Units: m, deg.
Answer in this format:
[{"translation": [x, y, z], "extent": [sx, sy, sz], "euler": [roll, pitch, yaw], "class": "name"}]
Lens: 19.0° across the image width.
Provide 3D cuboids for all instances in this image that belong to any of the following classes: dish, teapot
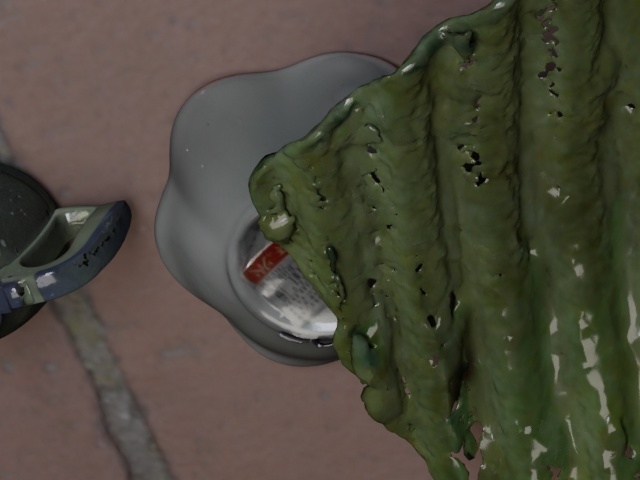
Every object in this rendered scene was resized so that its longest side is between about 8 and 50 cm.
[{"translation": [0.000, 0.000, 1.184], "extent": [0.229, 0.081, 0.229], "euler": [3, 119, 6], "class": "dish"}, {"translation": [-0.204, 0.022, 1.203], "extent": [0.149, 0.108, 0.111], "euler": [13, 121, 0], "class": "teapot"}]

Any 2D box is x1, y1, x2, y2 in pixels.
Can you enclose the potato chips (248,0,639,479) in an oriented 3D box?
[{"translation": [0.176, -0.002, 1.105], "extent": [0.373, 0.097, 0.389], "euler": [-35, 117, 5], "class": "potato chips"}]
